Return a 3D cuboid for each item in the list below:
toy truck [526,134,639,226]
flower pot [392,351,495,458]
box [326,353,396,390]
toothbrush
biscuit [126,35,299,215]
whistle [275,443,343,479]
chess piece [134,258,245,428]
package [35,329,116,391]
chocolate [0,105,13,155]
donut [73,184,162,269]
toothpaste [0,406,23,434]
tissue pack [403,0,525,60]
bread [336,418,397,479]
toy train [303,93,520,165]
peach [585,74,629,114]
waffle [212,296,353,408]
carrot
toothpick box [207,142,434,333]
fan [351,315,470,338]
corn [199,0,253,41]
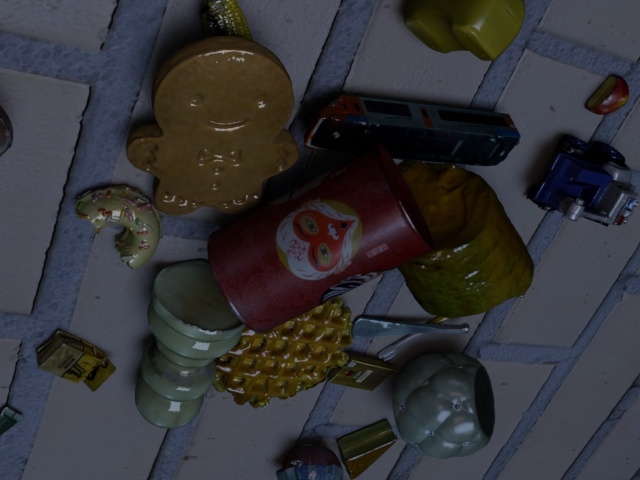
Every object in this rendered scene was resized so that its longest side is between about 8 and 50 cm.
[{"bbox_3d":[0.542,-0.101,1.559,0.213,0.177,0.161,8,120,-28],"label":"toy truck"},{"bbox_3d":[0.277,0.371,1.750,0.195,0.246,0.246,-12,137,25],"label":"flower pot"},{"bbox_3d":[0.092,0.297,1.736,0.133,0.023,0.090,17,128,-33],"label":"box"},{"bbox_3d":[0.255,0.189,1.746,0.288,0.021,0.024,-33,142,1],"label":"toothbrush"},{"bbox_3d":[-0.158,-0.160,1.208,0.275,0.052,0.355,1,141,-20],"label":"biscuit"},{"bbox_3d":[0.005,0.581,1.863,0.142,0.133,0.346,-32,141,3],"label":"whistle"},{"bbox_3d":[-0.255,0.216,1.443,0.182,0.182,0.330,4,128,-27],"label":"chess piece"},{"bbox_3d":[-0.450,0.221,1.426,0.071,0.047,0.131,-46,131,9],"label":"package"},{"bbox_3d":[-0.540,-0.202,1.047,0.161,0.083,0.261,-25,133,17],"label":"chocolate"},{"bbox_3d":[-0.320,-0.024,1.289,0.108,0.065,0.166,-29,130,1],"label":"donut"},{"bbox_3d":[-0.655,0.385,1.465,0.204,0.031,0.049,-37,132,2],"label":"toothpaste"},{"bbox_3d":[0.230,-0.364,1.219,0.123,0.178,0.127,35,87,-39],"label":"tissue pack"},{"bbox_3d":[0.118,0.506,1.884,0.139,0.074,0.084,-22,130,-11],"label":"bread"},{"bbox_3d":[0.160,-0.196,1.369,0.409,0.089,0.086,2,145,-25],"label":"toy train"},{"bbox_3d":[0.567,-0.281,1.522,0.083,0.050,0.077,-14,128,-10],"label":"peach"},{"bbox_3d":[-0.082,0.216,1.578,0.325,0.068,0.302,-27,131,-6],"label":"waffle"},{"bbox_3d":[0.260,0.020,1.482,0.241,0.241,0.340,-35,129,3],"label":"carrot"},{"bbox_3d":[0.000,0.000,1.321,0.333,0.204,0.204,-27,132,13],"label":"toothpick box"},{"bbox_3d":[0.201,0.196,1.706,0.282,0.023,0.057,5,116,-18],"label":"fan"},{"bbox_3d":[-0.131,-0.281,1.186,0.072,0.072,0.203,-23,130,-8],"label":"corn"}]
